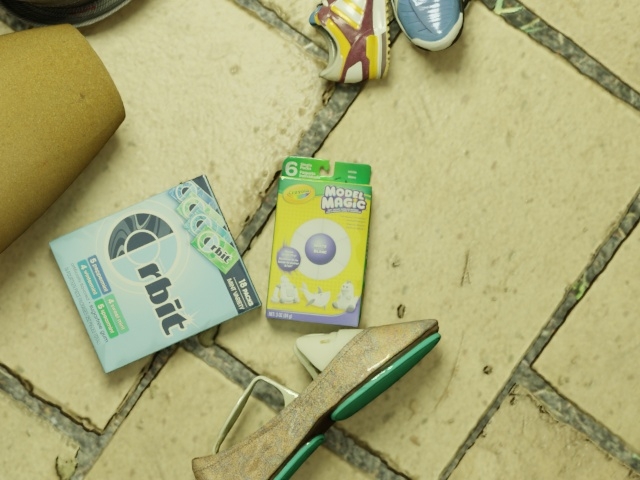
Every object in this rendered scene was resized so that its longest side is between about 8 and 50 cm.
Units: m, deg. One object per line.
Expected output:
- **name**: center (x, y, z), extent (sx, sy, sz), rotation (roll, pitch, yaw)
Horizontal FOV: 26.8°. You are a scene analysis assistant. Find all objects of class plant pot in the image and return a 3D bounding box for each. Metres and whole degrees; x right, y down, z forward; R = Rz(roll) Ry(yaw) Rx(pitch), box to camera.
- **plant pot**: center (-0.338, -0.109, 1.386), extent (0.254, 0.237, 0.237), rotation (-33, 90, -16)

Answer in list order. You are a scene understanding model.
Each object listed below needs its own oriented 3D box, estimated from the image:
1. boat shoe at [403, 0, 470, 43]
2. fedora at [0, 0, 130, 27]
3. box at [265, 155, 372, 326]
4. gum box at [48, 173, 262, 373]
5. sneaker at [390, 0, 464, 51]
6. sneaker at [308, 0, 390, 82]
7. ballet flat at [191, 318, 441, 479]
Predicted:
- **boat shoe**: center (0.138, -0.261, 1.468), extent (0.046, 0.038, 0.125), rotation (35, 88, 19)
- **fedora**: center (-0.277, -0.350, 1.384), extent (0.243, 0.124, 0.275), rotation (42, 108, 2)
- **box**: center (0.000, 0.000, 1.462), extent (0.105, 0.043, 0.179), rotation (5, 88, -1)
- **gum box**: center (-0.178, 0.036, 1.459), extent (0.184, 0.041, 0.157), rotation (-23, 90, -2)
- **sneaker**: center (0.100, -0.301, 1.424), extent (0.080, 0.081, 0.211), rotation (-15, 75, 12)
- **sneaker**: center (0.027, -0.263, 1.450), extent (0.083, 0.069, 0.186), rotation (-5, 89, -6)
- **ballet flat**: center (-0.015, 0.167, 1.434), extent (0.316, 0.107, 0.106), rotation (-42, 77, -1)
